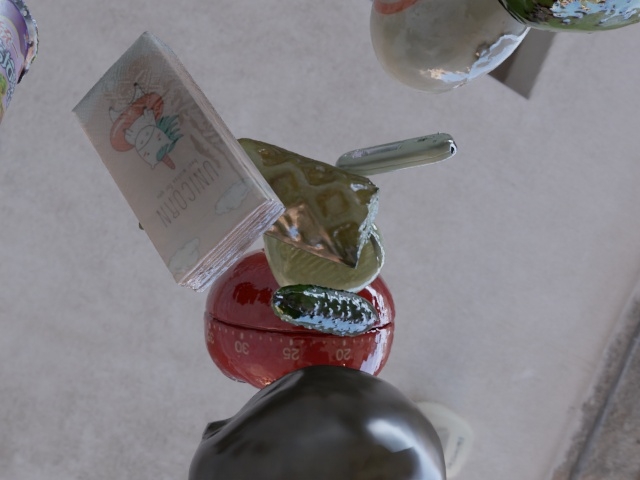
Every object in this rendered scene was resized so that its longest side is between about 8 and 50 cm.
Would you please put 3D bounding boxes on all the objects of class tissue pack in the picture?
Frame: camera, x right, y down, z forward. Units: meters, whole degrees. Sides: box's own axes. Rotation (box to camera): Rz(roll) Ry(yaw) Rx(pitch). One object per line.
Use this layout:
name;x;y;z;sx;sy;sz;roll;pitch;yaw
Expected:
tissue pack;-0.196;-0.108;1.261;0.170;0.071;0.325;-42;-116;13

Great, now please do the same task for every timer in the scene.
timer;-0.041;0.151;1.873;0.378;0.378;0.279;14;-75;55

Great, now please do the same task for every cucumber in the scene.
cucumber;0.005;0.095;1.321;0.069;0.227;0.069;-10;-107;37

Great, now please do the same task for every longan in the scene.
longan;0.003;0.285;1.125;0.288;0.350;0.288;5;-81;32

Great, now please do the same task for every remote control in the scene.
remote control;0.128;-0.148;1.652;0.221;0.042;0.078;-10;-158;24

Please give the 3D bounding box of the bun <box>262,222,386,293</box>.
bun;0.000;0.000;1.653;0.145;0.229;0.229;2;-108;71

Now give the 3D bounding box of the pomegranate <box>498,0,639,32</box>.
pomegranate;0.331;-0.367;1.015;0.340;0.285;0.285;-3;-111;62

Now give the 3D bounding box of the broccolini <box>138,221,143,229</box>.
broccolini;-0.252;-0.070;1.555;0.091;0.202;0.068;-26;-86;18

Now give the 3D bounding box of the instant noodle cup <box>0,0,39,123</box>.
instant noodle cup;-0.686;-0.296;1.695;0.340;0.340;0.266;-38;-137;36

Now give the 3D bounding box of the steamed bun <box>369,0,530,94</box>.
steamed bun;0.191;-0.374;1.475;0.283;0.177;0.283;-34;-147;26

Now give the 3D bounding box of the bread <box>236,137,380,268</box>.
bread;-0.044;-0.065;1.388;0.267;0.152;0.130;21;-111;12
